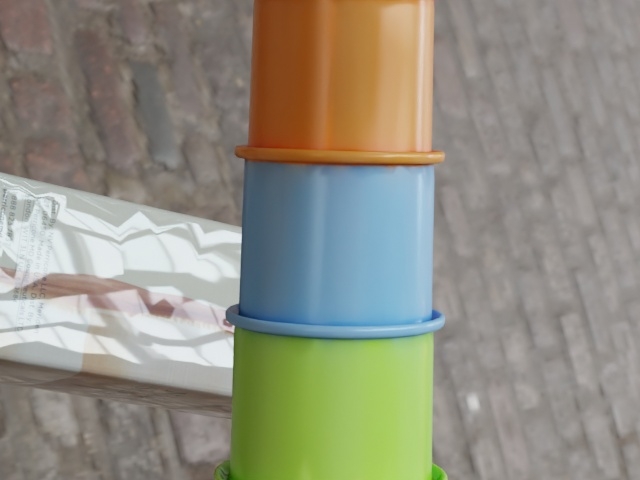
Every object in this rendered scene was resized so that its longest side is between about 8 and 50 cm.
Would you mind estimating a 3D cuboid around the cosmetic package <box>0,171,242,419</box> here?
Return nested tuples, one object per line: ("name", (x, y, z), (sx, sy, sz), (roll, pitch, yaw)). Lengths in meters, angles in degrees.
("cosmetic package", (-0.140, 0.050, 1.035), (0.296, 0.153, 0.129), (12, 75, -26))

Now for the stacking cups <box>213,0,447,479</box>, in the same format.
("stacking cups", (0.000, 0.000, 0.535), (0.096, 0.096, 0.316), (-10, 101, -57))
